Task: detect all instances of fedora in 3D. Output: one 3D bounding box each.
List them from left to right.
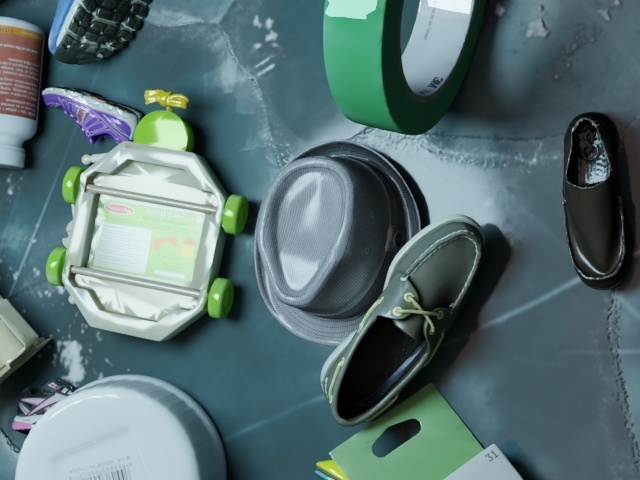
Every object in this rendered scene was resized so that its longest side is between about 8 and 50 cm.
[{"bbox_3d":[0.000,0.000,1.569,0.243,0.124,0.276,17,93,26],"label":"fedora"}]

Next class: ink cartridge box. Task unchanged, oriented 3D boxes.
[{"bbox_3d":[0.145,0.302,1.472,0.171,0.056,0.235,-32,71,-16],"label":"ink cartridge box"}]

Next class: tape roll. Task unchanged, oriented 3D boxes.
[{"bbox_3d":[0.111,-0.288,1.433,0.077,0.321,0.321,16,92,25],"label":"tape roll"}]

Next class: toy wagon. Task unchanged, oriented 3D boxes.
[{"bbox_3d":[-0.234,-0.038,1.695,0.267,0.068,0.345,10,89,14],"label":"toy wagon"}]

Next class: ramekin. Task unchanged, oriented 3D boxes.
[{"bbox_3d":[-0.272,0.318,1.615,0.277,0.135,0.277,0,84,4],"label":"ramekin"}]

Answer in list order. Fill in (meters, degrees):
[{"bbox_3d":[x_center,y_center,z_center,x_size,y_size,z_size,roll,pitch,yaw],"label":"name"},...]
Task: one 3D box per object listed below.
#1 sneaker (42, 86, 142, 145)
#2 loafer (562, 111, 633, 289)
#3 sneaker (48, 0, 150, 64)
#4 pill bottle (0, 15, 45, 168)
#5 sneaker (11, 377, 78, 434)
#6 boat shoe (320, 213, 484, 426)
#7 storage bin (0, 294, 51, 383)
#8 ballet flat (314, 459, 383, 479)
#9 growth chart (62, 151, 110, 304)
[{"bbox_3d":[-0.345,-0.182,1.778,0.169,0.068,0.071,23,101,24],"label":"sneaker"},{"bbox_3d":[0.321,-0.050,1.449,0.080,0.078,0.220,-10,81,24],"label":"loafer"},{"bbox_3d":[-0.324,-0.415,1.769,0.147,0.129,0.330,19,86,33],"label":"sneaker"},{"bbox_3d":[-0.483,-0.220,1.813,0.121,0.121,0.216,2,86,25],"label":"pill bottle"},{"bbox_3d":[-0.372,0.237,1.754,0.178,0.072,0.077,-6,72,19],"label":"sneaker"},{"bbox_3d":[0.108,0.105,1.508,0.109,0.091,0.305,33,105,-13],"label":"boat shoe"},{"bbox_3d":[-0.579,0.126,1.781,0.260,0.123,0.262,-39,92,16],"label":"storage bin"},{"bbox_3d":[0.103,0.328,1.530,0.231,0.077,0.077,32,79,21],"label":"ballet flat"},{"bbox_3d":[-0.305,-0.022,1.769,0.171,0.021,0.237,1,86,25],"label":"growth chart"}]
